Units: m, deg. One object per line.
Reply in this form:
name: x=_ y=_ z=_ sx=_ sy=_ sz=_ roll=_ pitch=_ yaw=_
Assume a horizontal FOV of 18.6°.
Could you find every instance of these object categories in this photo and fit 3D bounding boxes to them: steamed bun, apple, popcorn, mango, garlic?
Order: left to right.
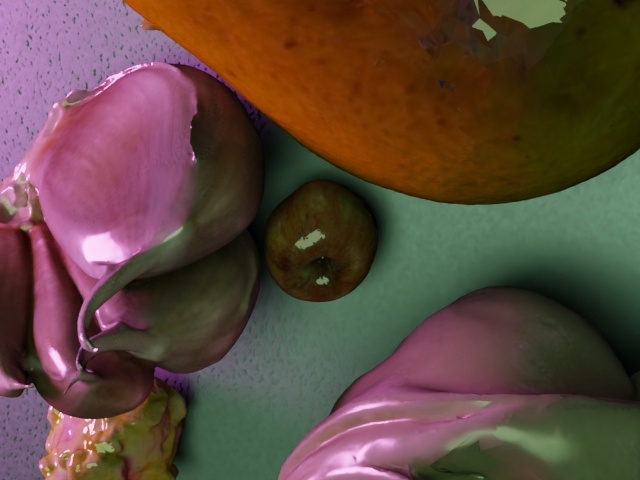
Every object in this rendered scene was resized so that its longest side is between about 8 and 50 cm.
garlic: x=-0.147 y=0.000 z=1.337 sx=0.237 sy=0.292 sz=0.210 roll=-19 pitch=121 yaw=-22
popcorn: x=-0.154 y=0.143 z=1.450 sx=0.109 sy=0.089 sz=0.097 roll=-50 pitch=50 yaw=10
apple: x=0.000 y=0.000 z=1.377 sx=0.084 sy=0.071 sz=0.084 roll=-1 pitch=121 yaw=-1
mango: x=0.030 y=-0.188 z=1.258 sx=0.445 sy=0.220 sz=0.301 roll=18 pitch=120 yaw=19
steamed bun: x=0.106 y=0.218 z=1.260 sx=0.342 sy=0.255 sz=0.367 roll=-4 pitch=92 yaw=41
